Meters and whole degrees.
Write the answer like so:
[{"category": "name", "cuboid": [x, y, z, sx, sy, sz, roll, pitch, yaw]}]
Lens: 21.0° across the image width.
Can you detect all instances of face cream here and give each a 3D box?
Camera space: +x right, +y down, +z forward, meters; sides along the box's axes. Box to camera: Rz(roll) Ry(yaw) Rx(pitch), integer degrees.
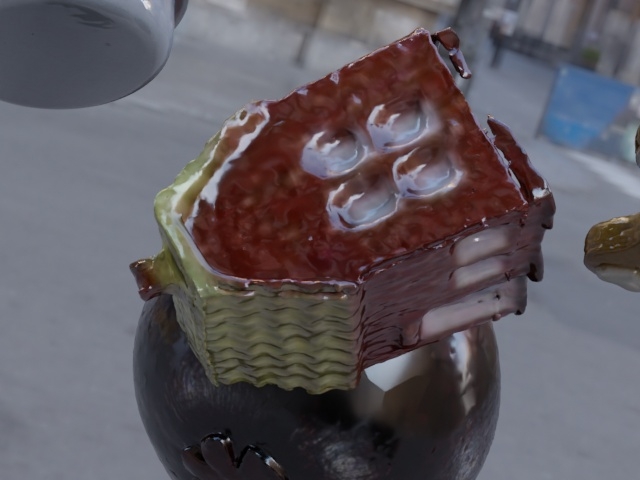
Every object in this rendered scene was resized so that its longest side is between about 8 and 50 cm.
[{"category": "face cream", "cuboid": [-0.116, -0.122, 0.754, 0.117, 0.104, 0.117, -2, -28, -1]}]

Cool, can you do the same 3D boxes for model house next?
[{"category": "model house", "cuboid": [0.000, 0.000, 1.132, 0.254, 0.160, 0.196, -21, -21, -10]}]

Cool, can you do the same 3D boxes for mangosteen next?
[{"category": "mangosteen", "cuboid": [0.012, 0.091, 1.406, 0.307, 0.307, 0.347, 21, 40, 17]}]

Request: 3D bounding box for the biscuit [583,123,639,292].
[{"category": "biscuit", "cuboid": [0.199, -0.022, 0.755, 0.138, 0.031, 0.205, 14, -33, -10]}]
